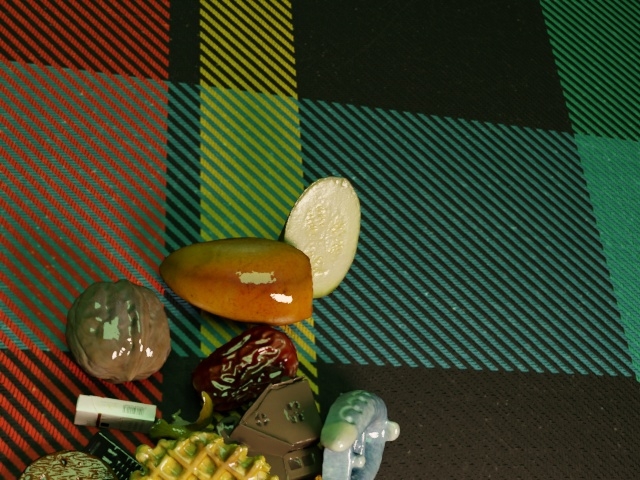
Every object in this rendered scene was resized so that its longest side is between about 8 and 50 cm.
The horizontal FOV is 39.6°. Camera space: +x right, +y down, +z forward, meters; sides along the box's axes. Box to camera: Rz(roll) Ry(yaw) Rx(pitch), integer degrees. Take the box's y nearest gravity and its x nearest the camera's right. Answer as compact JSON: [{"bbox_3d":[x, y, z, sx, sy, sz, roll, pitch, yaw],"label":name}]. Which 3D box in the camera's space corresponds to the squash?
[{"bbox_3d":[0.000,0.000,2.039,0.189,0.260,0.189,10,57,-16],"label":"squash"}]

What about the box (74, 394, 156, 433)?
[{"bbox_3d":[-0.415,0.351,1.796,0.154,0.084,0.040,10,60,-13],"label":"box"}]

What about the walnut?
[{"bbox_3d":[-0.415,0.190,1.828,0.224,0.224,0.224,8,58,-14],"label":"walnut"}]

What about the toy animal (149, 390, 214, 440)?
[{"bbox_3d":[-0.269,0.382,1.828,0.095,0.219,0.155,29,16,20],"label":"toy animal"}]

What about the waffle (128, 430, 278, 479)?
[{"bbox_3d":[-0.230,0.516,1.680,0.307,0.060,0.312,5,96,4],"label":"waffle"}]

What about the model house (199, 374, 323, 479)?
[{"bbox_3d":[-0.135,0.414,1.774,0.243,0.211,0.204,-8,62,-28],"label":"model house"}]

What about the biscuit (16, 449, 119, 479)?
[{"bbox_3d":[-0.486,0.502,1.704,0.212,0.036,0.212,6,63,-12],"label":"biscuit"}]

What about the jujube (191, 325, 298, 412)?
[{"bbox_3d":[-0.160,0.276,1.891,0.230,0.155,0.155,-29,73,-20],"label":"jujube"}]

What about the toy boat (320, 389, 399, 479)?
[{"bbox_3d":[0.083,0.420,1.801,0.123,0.330,0.215,4,95,14],"label":"toy boat"}]

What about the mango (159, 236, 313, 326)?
[{"bbox_3d":[-0.182,0.081,1.966,0.350,0.199,0.201,9,75,-4],"label":"mango"}]

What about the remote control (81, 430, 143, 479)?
[{"bbox_3d":[-0.364,0.474,1.765,0.245,0.025,0.063,37,85,5],"label":"remote control"}]
